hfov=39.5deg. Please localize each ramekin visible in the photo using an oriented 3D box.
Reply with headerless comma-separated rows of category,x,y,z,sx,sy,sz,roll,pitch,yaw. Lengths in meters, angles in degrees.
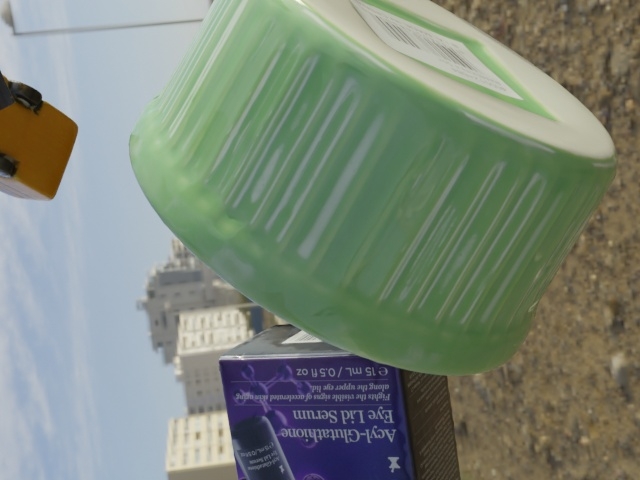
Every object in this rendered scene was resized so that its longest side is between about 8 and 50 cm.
ramekin,0.043,-0.068,0.590,0.148,0.303,0.303,-60,22,24

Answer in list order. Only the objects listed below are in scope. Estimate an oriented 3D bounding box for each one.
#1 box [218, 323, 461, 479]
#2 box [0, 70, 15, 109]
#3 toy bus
box,0.023,0.173,0.707,0.108,0.153,0.207,-22,-76,-65
box,-0.193,-0.106,0.389,0.137,0.027,0.094,20,136,43
toy bus,-0.429,-0.155,1.003,0.332,0.130,0.108,33,-110,-50
